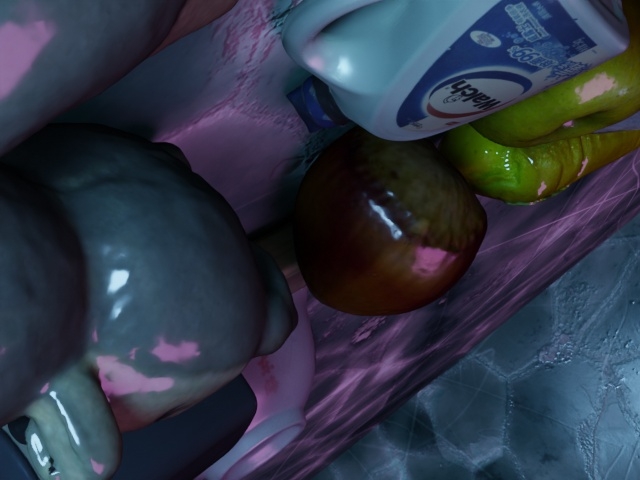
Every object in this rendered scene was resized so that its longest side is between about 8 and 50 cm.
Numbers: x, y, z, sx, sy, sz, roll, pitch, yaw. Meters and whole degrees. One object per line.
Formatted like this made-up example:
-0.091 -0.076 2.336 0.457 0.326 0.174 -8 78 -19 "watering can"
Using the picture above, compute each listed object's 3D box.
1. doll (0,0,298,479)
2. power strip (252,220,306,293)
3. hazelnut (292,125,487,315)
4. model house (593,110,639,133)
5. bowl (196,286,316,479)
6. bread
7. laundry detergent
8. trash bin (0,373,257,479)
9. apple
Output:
-0.124 -0.020 0.588 0.378 0.252 0.382 -48 165 30 "doll"
0.000 0.000 1.166 0.387 0.066 0.092 -29 162 -32 "power strip"
0.058 -0.013 1.042 0.208 0.208 0.208 -33 162 -13 "hazelnut"
0.316 -0.205 1.099 0.106 0.152 0.165 -20 160 -6 "model house"
-0.119 0.214 1.310 0.345 0.157 0.345 -33 161 -13 "bowl"
0.308 -0.156 1.233 0.383 0.166 0.112 -25 121 -34 "bread"
0.080 -0.160 0.801 0.280 0.105 0.215 -18 158 30 "laundry detergent"
-0.223 0.189 0.980 0.290 0.209 0.182 -29 160 -41 "trash bin"
0.218 -0.174 0.953 0.196 0.157 0.196 -17 166 -4 "apple"
